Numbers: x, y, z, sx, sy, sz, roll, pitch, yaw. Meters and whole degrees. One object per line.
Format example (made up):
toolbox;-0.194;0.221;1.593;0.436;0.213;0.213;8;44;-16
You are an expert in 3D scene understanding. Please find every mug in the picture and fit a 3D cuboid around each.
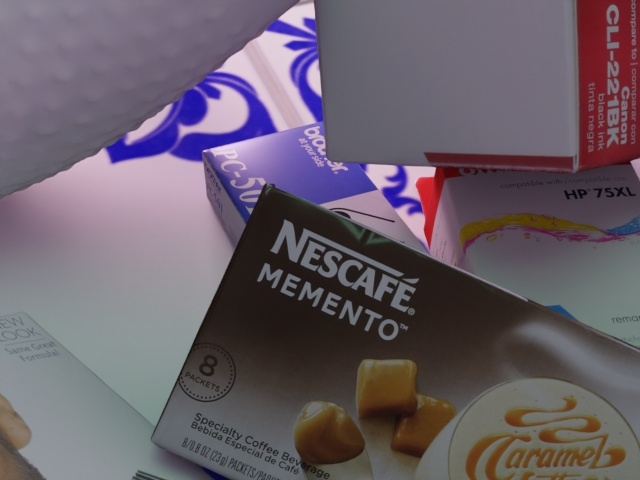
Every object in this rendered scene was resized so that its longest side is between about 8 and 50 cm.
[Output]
mug;-0.203;-0.189;0.729;0.328;0.276;0.374;-37;11;13

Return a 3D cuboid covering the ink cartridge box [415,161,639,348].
ink cartridge box;0.150;0.011;0.706;0.134;0.078;0.231;-5;48;-8

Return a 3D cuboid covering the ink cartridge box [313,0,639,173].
ink cartridge box;0.162;-0.118;0.693;0.273;0.114;0.197;-14;14;-41

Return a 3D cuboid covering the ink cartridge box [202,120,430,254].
ink cartridge box;0.000;0.000;0.707;0.097;0.046;0.207;-16;42;-18

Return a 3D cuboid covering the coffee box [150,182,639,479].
coffee box;0.058;0.083;0.546;0.246;0.098;0.141;25;92;-1

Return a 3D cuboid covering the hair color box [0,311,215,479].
hair color box;-0.114;0.173;0.468;0.339;0.110;0.185;32;24;29
